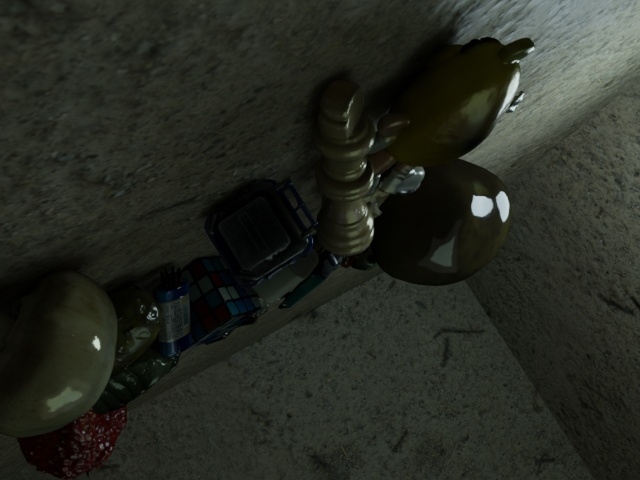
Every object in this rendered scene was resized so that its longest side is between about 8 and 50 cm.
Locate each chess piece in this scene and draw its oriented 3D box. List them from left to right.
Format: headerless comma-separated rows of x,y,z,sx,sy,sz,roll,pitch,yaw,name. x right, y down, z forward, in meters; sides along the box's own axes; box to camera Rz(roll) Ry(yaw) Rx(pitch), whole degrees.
0.042,-0.114,0.971,0.117,0.117,0.397,-28,153,-13,chess piece

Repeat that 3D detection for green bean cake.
-0.423,0.261,1.271,0.222,0.125,0.227,-29,-155,16,green bean cake

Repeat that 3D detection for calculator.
-0.003,0.092,1.796,0.248,0.058,0.274,-41,-175,46,calculator

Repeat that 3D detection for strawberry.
-0.628,0.412,1.378,0.292,0.292,0.343,-26,144,-23,strawberry

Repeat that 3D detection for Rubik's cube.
-0.259,0.141,1.308,0.155,0.154,0.151,-34,169,17,Rubik's cube

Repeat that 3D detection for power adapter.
-0.126,0.077,1.404,0.205,0.130,0.125,-37,-172,33,power adapter

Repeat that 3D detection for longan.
0.300,-0.052,1.474,0.404,0.336,0.404,-18,165,-5,longan

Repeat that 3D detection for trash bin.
-0.093,-0.015,1.093,0.184,0.163,0.234,-32,174,4,trash bin

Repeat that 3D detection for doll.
0.213,-0.204,1.048,0.423,0.161,0.348,-31,167,25,doll

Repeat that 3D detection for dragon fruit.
0.187,0.011,2.005,0.268,0.130,0.295,-31,169,-27,dragon fruit

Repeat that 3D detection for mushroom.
-0.438,0.156,0.846,0.234,0.254,0.260,33,149,-31,mushroom
0.083,-0.094,1.265,0.166,0.127,0.166,-28,175,-3,mushroom

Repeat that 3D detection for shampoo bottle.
-0.308,0.146,1.179,0.050,0.183,0.087,10,-160,27,shampoo bottle

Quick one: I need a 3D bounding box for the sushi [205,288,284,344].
-0.245,0.191,1.689,0.272,0.134,0.109,-21,137,-2,sushi

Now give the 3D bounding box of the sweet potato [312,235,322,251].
0.004,-0.003,1.664,0.153,0.038,0.041,-39,178,-41,sweet potato

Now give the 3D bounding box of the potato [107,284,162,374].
-0.422,0.188,1.113,0.251,0.149,0.113,-38,-171,12,potato
